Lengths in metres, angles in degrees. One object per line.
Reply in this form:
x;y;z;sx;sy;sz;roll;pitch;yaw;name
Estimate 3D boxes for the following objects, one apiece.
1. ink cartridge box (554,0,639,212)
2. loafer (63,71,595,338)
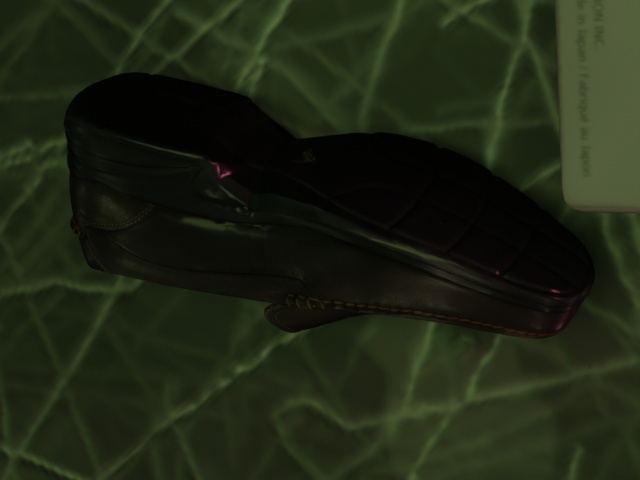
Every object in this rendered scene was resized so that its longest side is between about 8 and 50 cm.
0.157;-0.094;0.344;0.232;0.066;0.189;3;102;30;ink cartridge box
0.000;0.000;0.535;0.170;0.062;0.061;19;123;17;loafer
